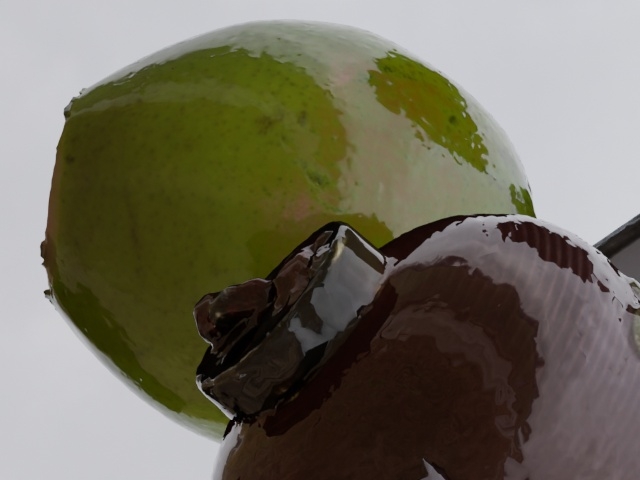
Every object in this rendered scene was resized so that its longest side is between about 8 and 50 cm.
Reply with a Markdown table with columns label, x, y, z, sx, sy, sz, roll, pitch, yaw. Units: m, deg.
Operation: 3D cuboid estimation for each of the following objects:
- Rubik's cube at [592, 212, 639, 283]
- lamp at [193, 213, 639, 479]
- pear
| label | x | y | z | sx | sy | sz | roll | pitch | yaw |
| --- | --- | --- | --- | --- | --- | --- | --- | --- | --- |
| Rubik's cube | 0.383 | 0.077 | 1.113 | 0.343 | 0.337 | 0.344 | 55 | 0 | 8 |
| lamp | 0.068 | 0.096 | 0.541 | 0.180 | 0.258 | 0.180 | -45 | -166 | 14 |
| pear | 0.000 | 0.000 | 0.694 | 0.187 | 0.220 | 0.187 | 9 | 90 | -87 |
